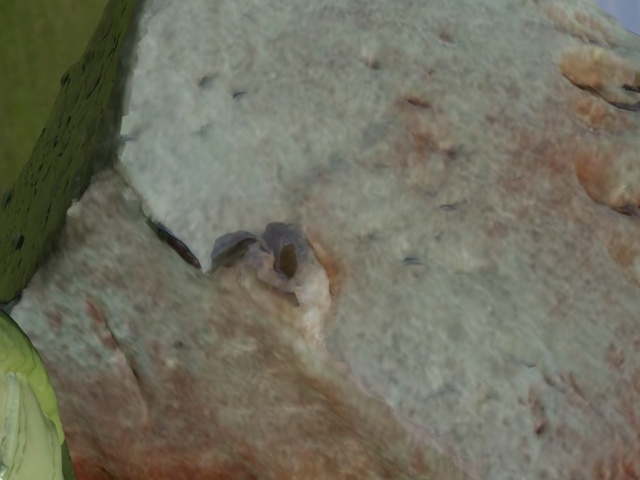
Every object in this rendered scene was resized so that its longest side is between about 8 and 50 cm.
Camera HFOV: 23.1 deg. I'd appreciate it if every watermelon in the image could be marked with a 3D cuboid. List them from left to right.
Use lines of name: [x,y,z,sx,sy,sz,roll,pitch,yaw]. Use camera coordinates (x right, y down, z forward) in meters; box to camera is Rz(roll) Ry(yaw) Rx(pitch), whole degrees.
watermelon: [0.000,0.000,0.521,0.228,0.387,0.258,-50,138,-40]

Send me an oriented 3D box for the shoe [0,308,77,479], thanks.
shoe: [-0.099,0.108,0.409,0.128,0.140,0.262,41,-25,27]
